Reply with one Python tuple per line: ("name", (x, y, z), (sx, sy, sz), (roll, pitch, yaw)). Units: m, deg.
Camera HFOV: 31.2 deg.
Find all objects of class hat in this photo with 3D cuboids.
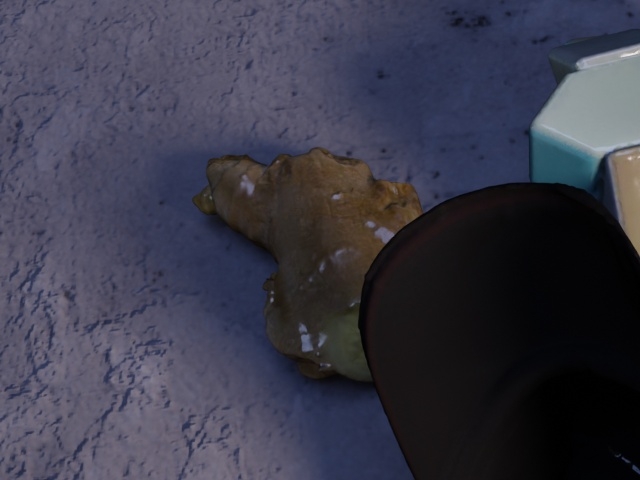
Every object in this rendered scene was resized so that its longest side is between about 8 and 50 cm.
("hat", (0.169, 0.110, 0.585), (0.209, 0.336, 0.238), (-25, 22, -37))

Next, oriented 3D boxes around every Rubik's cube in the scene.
("Rubik's cube", (0.255, -0.048, 0.671), (0.265, 0.213, 0.224), (-6, 58, 7))

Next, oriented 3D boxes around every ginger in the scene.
("ginger", (0.005, -0.002, 0.789), (0.137, 0.074, 0.213), (-29, 53, -4))
